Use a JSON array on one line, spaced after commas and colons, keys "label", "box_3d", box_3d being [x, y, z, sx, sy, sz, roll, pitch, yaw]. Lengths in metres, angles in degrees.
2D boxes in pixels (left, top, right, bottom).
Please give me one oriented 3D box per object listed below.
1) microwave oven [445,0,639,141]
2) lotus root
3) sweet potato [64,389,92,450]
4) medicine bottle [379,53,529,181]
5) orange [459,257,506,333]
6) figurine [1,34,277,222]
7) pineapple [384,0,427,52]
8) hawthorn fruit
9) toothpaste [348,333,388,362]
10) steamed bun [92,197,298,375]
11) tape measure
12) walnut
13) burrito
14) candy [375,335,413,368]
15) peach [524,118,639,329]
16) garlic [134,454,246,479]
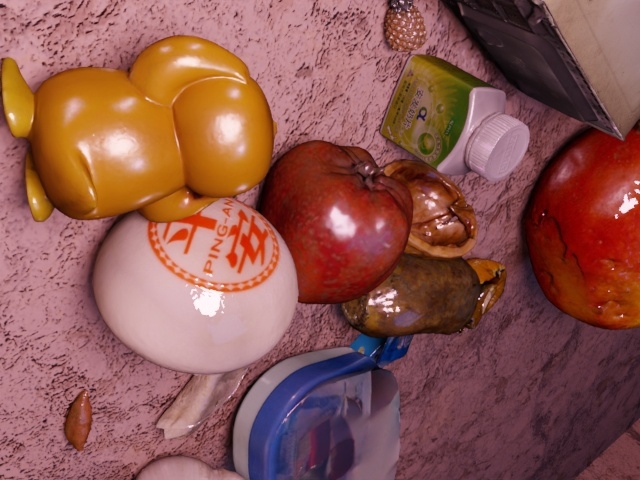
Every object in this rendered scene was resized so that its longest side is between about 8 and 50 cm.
[{"label": "microwave oven", "box_3d": [0.337, -0.371, 1.044, 0.333, 0.247, 0.394, -53, 144, 5]}, {"label": "lotus root", "box_3d": [0.150, 0.080, 1.313, 0.275, 0.160, 0.151, -7, 116, -44]}, {"label": "sweet potato", "box_3d": [-0.317, 0.236, 1.061, 0.034, 0.034, 0.095, -7, 115, -44]}, {"label": "medicine bottle", "box_3d": [0.188, -0.163, 1.116, 0.088, 0.188, 0.132, -4, 124, -46]}, {"label": "orange", "box_3d": [0.277, 0.095, 1.513, 0.160, 0.112, 0.170, -51, 170, -18]}, {"label": "figurine", "box_3d": [-0.171, -0.097, 0.774, 0.228, 0.215, 0.215, -27, 138, -30]}, {"label": "pineapple", "box_3d": [0.106, -0.302, 1.019, 0.058, 0.058, 0.124, -34, 141, -22]}, {"label": "hawthorn fruit", "box_3d": [0.000, 0.000, 1.051, 0.208, 0.208, 0.248, 8, 125, -50]}, {"label": "toothpaste", "box_3d": [0.075, 0.219, 1.453, 0.266, 0.050, 0.065, -47, 143, -5]}, {"label": "steamed bun", "box_3d": [-0.131, 0.030, 0.900, 0.232, 0.232, 0.145, -13, 140, -40]}, {"label": "tape measure", "box_3d": [-0.013, 0.319, 1.314, 0.262, 0.138, 0.259, -7, 105, -31]}, {"label": "walnut", "box_3d": [0.141, -0.036, 1.239, 0.211, 0.167, 0.087, 8, 149, -40]}, {"label": "burrito", "box_3d": [-0.156, 0.206, 1.182, 0.226, 0.060, 0.087, -53, 150, 1]}, {"label": "candy", "box_3d": [0.131, 0.181, 1.393, 0.136, 0.038, 0.088, -19, 138, -59]}, {"label": "peach", "box_3d": [0.574, -0.035, 1.525, 0.353, 0.339, 0.416, -16, 128, -39]}, {"label": "garlic", "box_3d": [-0.233, 0.421, 1.189, 0.281, 0.184, 0.203, -16, 179, -16]}]
